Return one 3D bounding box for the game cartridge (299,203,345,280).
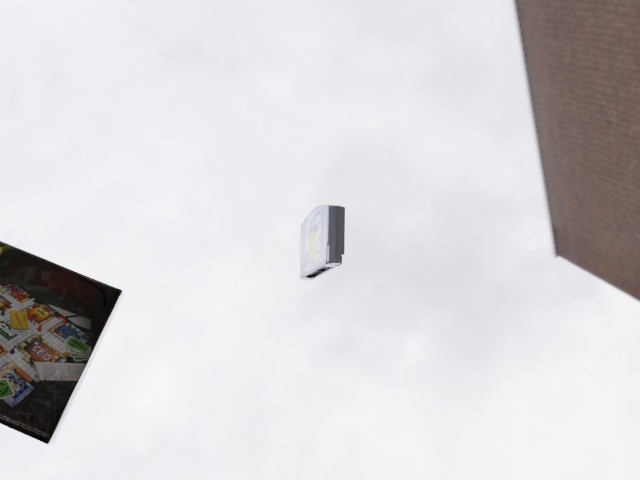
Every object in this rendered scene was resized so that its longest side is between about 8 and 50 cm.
[{"bbox_3d":[0.000,0.000,0.705,0.017,0.083,0.056,9,-106,-18],"label":"game cartridge"}]

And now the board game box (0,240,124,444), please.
[{"bbox_3d":[-0.307,0.054,0.685,0.260,0.030,0.136,23,-104,2],"label":"board game box"}]
